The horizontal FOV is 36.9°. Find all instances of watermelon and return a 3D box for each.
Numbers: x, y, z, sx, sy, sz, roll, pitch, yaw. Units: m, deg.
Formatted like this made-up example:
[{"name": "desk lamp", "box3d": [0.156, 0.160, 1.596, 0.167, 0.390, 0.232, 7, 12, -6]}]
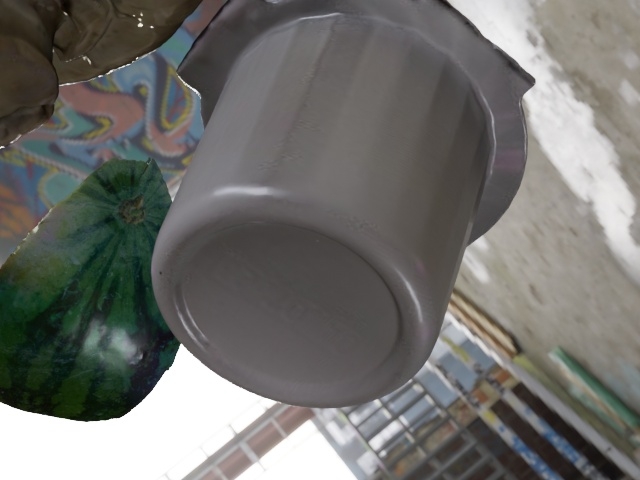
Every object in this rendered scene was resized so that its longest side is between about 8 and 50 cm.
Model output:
[{"name": "watermelon", "box3d": [-0.182, 0.059, 0.790, 0.146, 0.231, 0.128, 38, -163, 3]}]

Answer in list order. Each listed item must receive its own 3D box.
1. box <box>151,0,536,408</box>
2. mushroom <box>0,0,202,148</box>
[{"name": "box", "box3d": [0.000, 0.000, 0.660, 0.262, 0.206, 0.291, 7, 130, 14]}, {"name": "mushroom", "box3d": [-0.114, -0.102, 0.314, 0.166, 0.166, 0.127, 76, 180, -73]}]
